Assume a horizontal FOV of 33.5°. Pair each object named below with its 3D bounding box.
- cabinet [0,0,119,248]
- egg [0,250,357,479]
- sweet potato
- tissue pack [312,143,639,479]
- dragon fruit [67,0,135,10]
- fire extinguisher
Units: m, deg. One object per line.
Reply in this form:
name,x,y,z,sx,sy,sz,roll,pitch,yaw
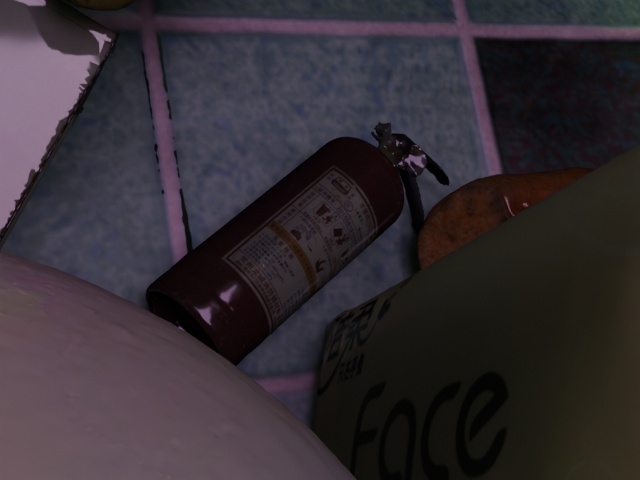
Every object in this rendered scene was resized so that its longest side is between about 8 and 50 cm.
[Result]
cabinet,-0.239,-0.079,0.550,0.206,0.150,0.145,30,69,-14
egg,-0.194,0.147,0.414,0.340,0.354,0.354,36,61,18
sweet potato,0.188,-0.004,0.753,0.252,0.097,0.097,-5,77,-24
tissue pack,0.132,0.162,0.504,0.205,0.405,0.331,15,69,-17
dragon fruit,-0.100,-0.260,0.596,0.243,0.227,0.307,-20,63,-46
fire extinguisher,0.000,0.000,0.687,0.231,0.071,0.099,-39,121,-29
